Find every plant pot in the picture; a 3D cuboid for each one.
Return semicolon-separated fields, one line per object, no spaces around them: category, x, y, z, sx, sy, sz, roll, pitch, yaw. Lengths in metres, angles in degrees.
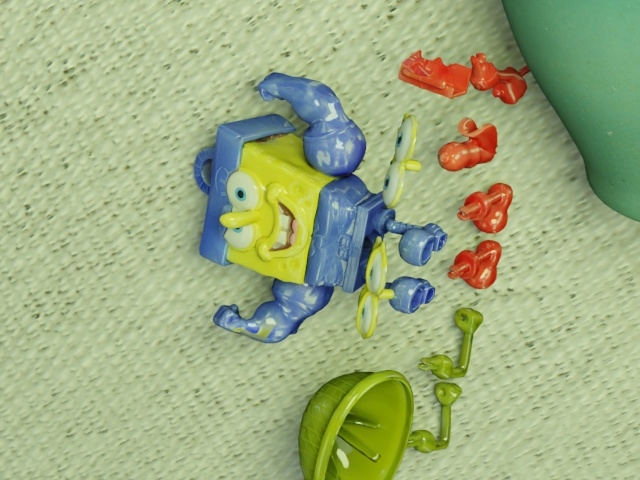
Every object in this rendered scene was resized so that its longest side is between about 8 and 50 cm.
plant pot;0.245;-0.157;0.932;0.272;0.271;0.255;-13;123;8

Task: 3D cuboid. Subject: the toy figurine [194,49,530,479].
toy figurine;0.000;0.000;1.084;0.217;0.191;0.362;25;120;26
